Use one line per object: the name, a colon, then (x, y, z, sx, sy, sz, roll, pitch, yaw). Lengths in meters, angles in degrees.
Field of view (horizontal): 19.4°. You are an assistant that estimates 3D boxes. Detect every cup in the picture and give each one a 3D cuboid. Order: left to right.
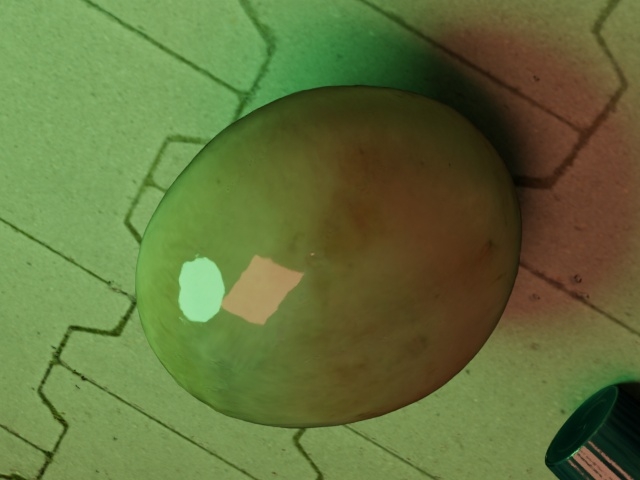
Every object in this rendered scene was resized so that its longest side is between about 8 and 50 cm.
cup: (0.309, 0.236, 1.890, 0.155, 0.131, 0.176, 42, 162, -7)

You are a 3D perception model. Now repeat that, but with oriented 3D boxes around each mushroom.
mushroom: (0.000, 0.000, 1.721, 0.362, 0.294, 0.362, -14, 139, -12)
